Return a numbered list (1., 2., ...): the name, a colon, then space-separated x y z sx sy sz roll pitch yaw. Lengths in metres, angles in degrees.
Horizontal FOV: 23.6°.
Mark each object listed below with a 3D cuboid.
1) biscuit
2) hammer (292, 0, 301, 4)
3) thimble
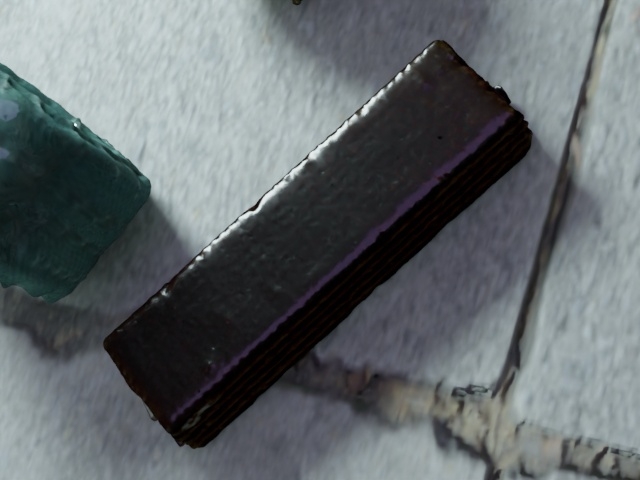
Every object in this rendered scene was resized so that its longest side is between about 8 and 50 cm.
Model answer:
1. biscuit: 0.000 0.000 1.235 0.388 0.073 0.107 -42 63 0
2. hammer: 0.032 -0.222 1.343 0.122 0.014 0.029 1 79 18
3. thimble: -0.270 -0.064 1.284 0.235 0.198 0.143 39 90 10
